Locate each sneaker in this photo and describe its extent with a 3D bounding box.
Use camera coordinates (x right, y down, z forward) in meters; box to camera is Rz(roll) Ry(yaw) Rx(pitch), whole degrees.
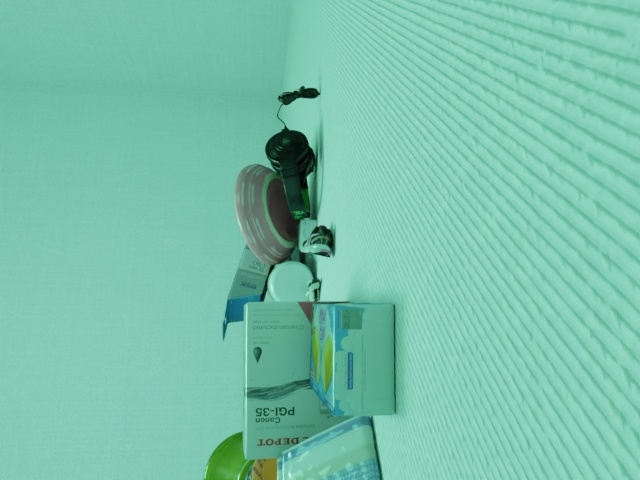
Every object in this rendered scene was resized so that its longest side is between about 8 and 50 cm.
[{"bbox_3d":[-0.016,0.146,1.523,0.109,0.040,0.044,95,156,-54],"label":"sneaker"},{"bbox_3d":[0.000,0.000,1.345,0.178,0.071,0.077,-177,100,-75],"label":"sneaker"}]

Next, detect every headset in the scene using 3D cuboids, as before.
[{"bbox_3d":[-0.062,-0.264,1.623,0.243,0.185,0.395,38,-138,-83],"label":"headset"}]

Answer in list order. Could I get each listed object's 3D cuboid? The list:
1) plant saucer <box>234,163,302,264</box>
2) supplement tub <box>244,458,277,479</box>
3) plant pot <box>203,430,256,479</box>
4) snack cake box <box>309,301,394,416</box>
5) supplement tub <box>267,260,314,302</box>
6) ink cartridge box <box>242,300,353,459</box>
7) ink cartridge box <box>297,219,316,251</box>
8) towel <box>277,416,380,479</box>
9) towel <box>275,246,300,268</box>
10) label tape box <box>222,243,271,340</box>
[{"bbox_3d":[-0.152,-0.090,1.713,0.332,0.084,0.332,45,-142,-52],"label":"plant saucer"},{"bbox_3d":[-0.116,0.739,1.507,0.207,0.207,0.338,-98,11,-50],"label":"supplement tub"},{"bbox_3d":[-0.228,0.893,1.974,0.353,0.366,0.367,133,139,-62],"label":"plant pot"},{"bbox_3d":[0.041,0.174,0.844,0.264,0.089,0.152,138,132,-80],"label":"snack cake box"},{"bbox_3d":[-0.094,0.139,1.681,0.199,0.144,0.145,147,124,-81],"label":"supplement tub"},{"bbox_3d":[-0.044,0.260,1.025,0.117,0.207,0.283,140,130,-77],"label":"ink cartridge box"},{"bbox_3d":[-0.043,-0.014,1.674,0.122,0.052,0.089,134,136,-81],"label":"ink cartridge box"},{"bbox_3d":[0.016,0.425,0.803,0.209,0.034,0.285,-36,38,25],"label":"towel"},{"bbox_3d":[-0.132,0.131,2.085,0.320,0.090,0.375,151,114,-82],"label":"towel"},{"bbox_3d":[-0.240,0.164,1.841,0.249,0.115,0.348,107,176,-61],"label":"label tape box"}]
